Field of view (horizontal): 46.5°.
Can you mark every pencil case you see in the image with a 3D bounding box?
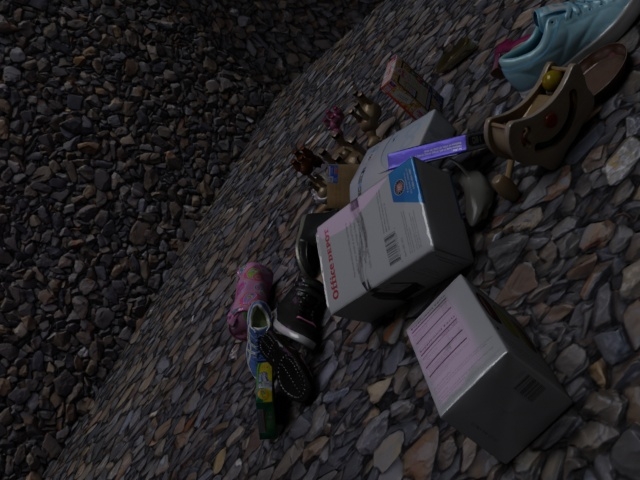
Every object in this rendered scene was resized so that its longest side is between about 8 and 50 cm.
[{"bbox_3d":[-0.207,0.175,2.206,0.124,0.124,0.284,-44,21,22],"label":"pencil case"}]

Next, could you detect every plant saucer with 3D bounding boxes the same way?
[{"bbox_3d":[0.553,-0.326,1.506,0.168,0.029,0.168,-46,19,20],"label":"plant saucer"}]

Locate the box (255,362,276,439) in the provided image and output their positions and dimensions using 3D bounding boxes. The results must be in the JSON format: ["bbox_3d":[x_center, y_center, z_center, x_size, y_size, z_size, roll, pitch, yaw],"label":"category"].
[{"bbox_3d":[-0.124,0.357,1.705,0.043,0.105,0.179,-4,23,0],"label":"box"}]

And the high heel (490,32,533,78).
[{"bbox_3d":[0.509,-0.489,1.838,0.117,0.082,0.244,-67,9,-15],"label":"high heel"}]

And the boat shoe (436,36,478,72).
[{"bbox_3d":[0.411,-0.554,2.261,0.153,0.048,0.056,-42,32,45],"label":"boat shoe"}]

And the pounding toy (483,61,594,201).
[{"bbox_3d":[0.389,-0.225,1.453,0.270,0.154,0.155,-59,30,1],"label":"pounding toy"}]

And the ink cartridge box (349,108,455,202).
[{"bbox_3d":[0.169,-0.135,1.956,0.308,0.091,0.385,-24,31,54],"label":"ink cartridge box"}]

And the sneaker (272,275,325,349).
[{"bbox_3d":[-0.039,0.168,1.846,0.147,0.104,0.296,-56,14,2],"label":"sneaker"}]

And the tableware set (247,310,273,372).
[{"bbox_3d":[-0.164,0.272,1.993,0.169,0.020,0.141,125,163,-60],"label":"tableware set"}]

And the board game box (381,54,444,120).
[{"bbox_3d":[0.262,-0.415,2.098,0.045,0.193,0.147,-37,23,36],"label":"board game box"}]

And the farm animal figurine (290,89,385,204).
[{"bbox_3d":[0.089,-0.274,2.314,0.330,0.172,0.327,-42,33,11],"label":"farm animal figurine"}]

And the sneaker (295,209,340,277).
[{"bbox_3d":[0.000,0.000,2.116,0.118,0.083,0.222,-15,49,22],"label":"sneaker"}]

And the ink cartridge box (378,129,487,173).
[{"bbox_3d":[0.262,-0.203,1.689,0.206,0.045,0.208,-11,6,37],"label":"ink cartridge box"}]

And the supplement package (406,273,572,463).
[{"bbox_3d":[0.240,0.182,1.112,0.134,0.139,0.244,-48,19,14],"label":"supplement package"}]

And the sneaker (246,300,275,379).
[{"bbox_3d":[-0.154,0.252,1.866,0.081,0.080,0.211,91,170,-77],"label":"sneaker"}]

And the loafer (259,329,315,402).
[{"bbox_3d":[-0.061,0.282,1.698,0.080,0.078,0.220,-59,41,19],"label":"loafer"}]

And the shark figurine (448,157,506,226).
[{"bbox_3d":[0.297,-0.132,1.618,0.166,0.116,0.278,-51,20,-3],"label":"shark figurine"}]

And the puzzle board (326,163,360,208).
[{"bbox_3d":[0.067,-0.156,2.154,0.011,0.096,0.128,-11,-78,-76],"label":"puzzle board"}]

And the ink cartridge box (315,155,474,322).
[{"bbox_3d":[0.146,0.008,1.563,0.307,0.129,0.223,-36,50,38],"label":"ink cartridge box"}]

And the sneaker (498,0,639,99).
[{"bbox_3d":[0.543,-0.467,1.603,0.366,0.150,0.135,-45,20,19],"label":"sneaker"}]

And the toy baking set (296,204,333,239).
[{"bbox_3d":[0.019,-0.065,2.281,0.256,0.030,0.197,-45,22,19],"label":"toy baking set"}]
